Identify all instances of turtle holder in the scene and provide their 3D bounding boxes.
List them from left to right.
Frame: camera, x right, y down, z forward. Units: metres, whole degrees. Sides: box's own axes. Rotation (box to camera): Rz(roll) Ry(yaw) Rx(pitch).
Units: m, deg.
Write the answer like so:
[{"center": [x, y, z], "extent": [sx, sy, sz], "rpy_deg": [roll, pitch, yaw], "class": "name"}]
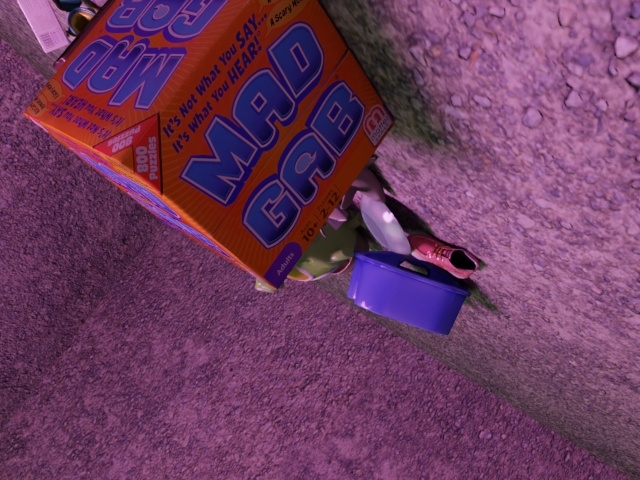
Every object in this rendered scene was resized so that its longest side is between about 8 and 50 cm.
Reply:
[{"center": [-0.040, 0.017, 1.633], "extent": [0.243, 0.320, 0.227], "rpy_deg": [23, 139, -26], "class": "turtle holder"}]

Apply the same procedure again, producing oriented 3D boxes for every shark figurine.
[{"center": [0.063, -0.128, 1.243], "extent": [0.116, 0.278, 0.166], "rpy_deg": [-24, 94, 34], "class": "shark figurine"}]

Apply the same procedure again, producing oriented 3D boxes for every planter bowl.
[{"center": [0.081, 0.027, 1.870], "extent": [0.109, 0.162, 0.162], "rpy_deg": [7, -168, -42], "class": "planter bowl"}]

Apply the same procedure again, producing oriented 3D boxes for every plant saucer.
[{"center": [0.145, -0.035, 1.473], "extent": [0.195, 0.037, 0.195], "rpy_deg": [55, 172, 11], "class": "plant saucer"}]

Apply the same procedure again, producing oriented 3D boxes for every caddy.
[{"center": [0.236, 0.122, 1.661], "extent": [0.342, 0.179, 0.241], "rpy_deg": [19, -177, -9], "class": "caddy"}]

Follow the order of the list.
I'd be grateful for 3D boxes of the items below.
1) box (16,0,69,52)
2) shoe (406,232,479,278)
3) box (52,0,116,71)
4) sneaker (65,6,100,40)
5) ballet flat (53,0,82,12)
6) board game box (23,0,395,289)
[{"center": [-0.670, -0.584, 1.367], "extent": [0.063, 0.067, 0.324], "rpy_deg": [49, 162, 40], "class": "box"}, {"center": [0.287, 0.029, 1.435], "extent": [0.178, 0.063, 0.081], "rpy_deg": [30, 167, 3], "class": "shoe"}, {"center": [-0.463, -0.420, 1.377], "extent": [0.167, 0.203, 0.168], "rpy_deg": [41, 169, -30], "class": "box"}, {"center": [-0.582, -0.509, 1.584], "extent": [0.319, 0.127, 0.208], "rpy_deg": [8, 155, 48], "class": "sneaker"}, {"center": [-0.601, -0.594, 1.398], "extent": [0.086, 0.086, 0.248], "rpy_deg": [38, 170, -18], "class": "ballet flat"}, {"center": [-0.172, -0.202, 1.002], "extent": [0.356, 0.356, 0.356], "rpy_deg": [25, 166, 42], "class": "board game box"}]
